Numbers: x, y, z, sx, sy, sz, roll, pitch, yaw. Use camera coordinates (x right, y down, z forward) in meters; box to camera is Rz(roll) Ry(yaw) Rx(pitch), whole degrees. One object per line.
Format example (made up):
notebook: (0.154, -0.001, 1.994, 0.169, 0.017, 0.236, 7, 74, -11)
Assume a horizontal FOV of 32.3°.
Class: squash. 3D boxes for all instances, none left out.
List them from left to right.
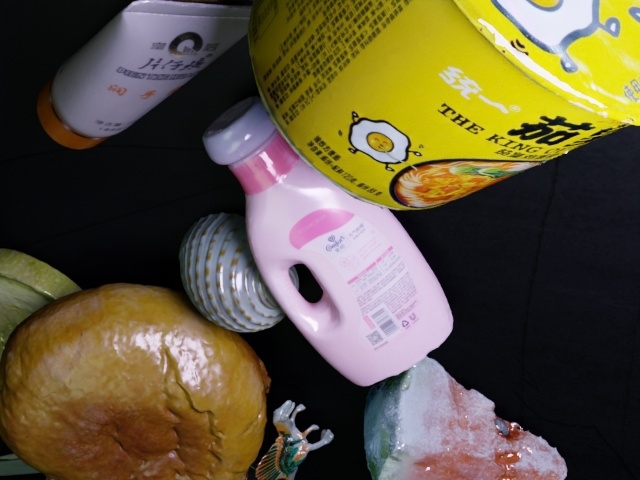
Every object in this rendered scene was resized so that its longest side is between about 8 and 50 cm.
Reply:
squash: (-0.396, 0.122, 1.488, 0.252, 0.049, 0.252, 12, 132, 13)

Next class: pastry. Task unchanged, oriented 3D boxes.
pastry: (-0.233, 0.207, 1.382, 0.356, 0.164, 0.356, 3, 128, 3)

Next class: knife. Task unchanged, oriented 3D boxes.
knife: (-0.467, 0.347, 1.730, 0.162, 0.023, 0.044, -12, 124, 32)

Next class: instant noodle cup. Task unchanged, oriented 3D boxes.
instant noodle cup: (0.108, -0.180, 0.838, 0.325, 0.325, 0.254, 41, 141, -12)

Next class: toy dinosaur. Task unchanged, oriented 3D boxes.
toy dinosaur: (-0.047, 0.281, 1.426, 0.044, 0.106, 0.187, 42, 117, 29)

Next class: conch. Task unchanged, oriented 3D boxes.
conch: (-0.100, 0.039, 1.252, 0.153, 0.102, 0.135, 1, 107, 15)

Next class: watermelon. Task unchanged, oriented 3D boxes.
watermelon: (0.174, 0.248, 1.296, 0.241, 0.154, 0.094, 23, 135, -14)

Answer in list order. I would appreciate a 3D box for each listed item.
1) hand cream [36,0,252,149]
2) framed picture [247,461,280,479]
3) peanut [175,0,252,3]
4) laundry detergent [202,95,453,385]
hand cream: (-0.174, -0.172, 1.063, 0.314, 0.139, 0.089, -25, 74, 56)
framed picture: (-0.085, 0.434, 1.640, 0.338, 0.014, 0.255, 38, 134, -9)
peanut: (-0.174, -0.281, 0.987, 0.313, 0.149, 0.149, 10, 131, 12)
laundry detergent: (0.000, 0.000, 1.166, 0.159, 0.088, 0.335, -34, 111, 9)
